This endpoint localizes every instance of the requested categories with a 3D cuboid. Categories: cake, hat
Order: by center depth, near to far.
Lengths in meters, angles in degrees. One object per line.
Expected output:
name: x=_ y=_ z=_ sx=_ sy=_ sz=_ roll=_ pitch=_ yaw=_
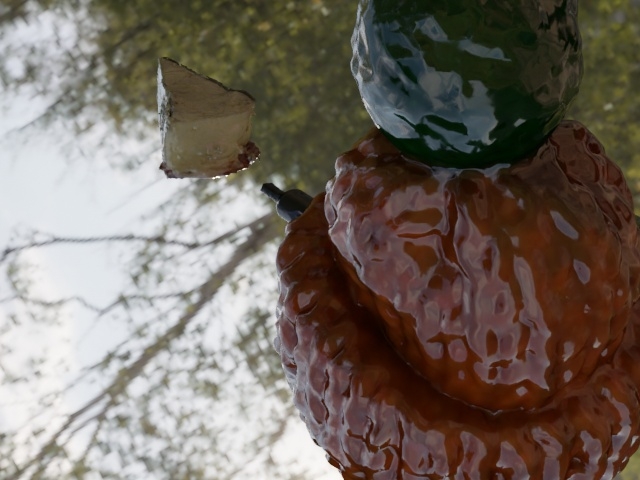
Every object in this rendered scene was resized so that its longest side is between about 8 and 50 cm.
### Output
hat: x=0.124 y=-0.006 z=0.741 sx=0.400 sy=0.285 sz=0.285 roll=105 pitch=157 yaw=-45
cake: x=-0.133 y=-0.147 z=1.331 sx=0.220 sy=0.117 sz=0.086 roll=-108 pitch=20 yaw=-63

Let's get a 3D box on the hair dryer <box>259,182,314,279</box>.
hair dryer: x=0.000 y=0.000 z=1.092 sx=0.195 sy=0.078 sz=0.248 roll=-8 pitch=-152 yaw=-41

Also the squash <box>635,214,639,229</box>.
squash: x=0.412 y=0.005 z=1.408 sx=0.052 sy=0.052 sz=0.183 roll=55 pitch=176 yaw=-25
